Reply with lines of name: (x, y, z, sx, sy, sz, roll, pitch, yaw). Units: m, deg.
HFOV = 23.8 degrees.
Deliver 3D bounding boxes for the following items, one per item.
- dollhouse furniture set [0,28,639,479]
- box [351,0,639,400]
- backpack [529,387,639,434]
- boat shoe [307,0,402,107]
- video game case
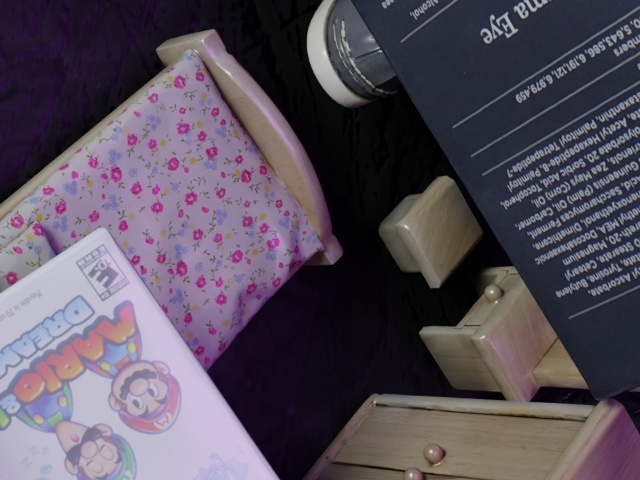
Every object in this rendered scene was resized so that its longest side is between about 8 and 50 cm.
dollhouse furniture set: (0.000, 0.000, 0.716, 0.303, 0.174, 0.355, -47, 117, -32)
box: (0.203, -0.146, 0.761, 0.343, 0.179, 0.312, -31, 88, -41)
backpack: (0.177, 0.111, 0.908, 0.114, 0.105, 0.084, -23, 124, -29)
boat shoe: (0.056, -0.154, 0.819, 0.075, 0.065, 0.206, 46, 45, -27)
video game case: (-0.112, 0.096, 0.611, 0.157, 0.019, 0.143, -35, 94, -14)
